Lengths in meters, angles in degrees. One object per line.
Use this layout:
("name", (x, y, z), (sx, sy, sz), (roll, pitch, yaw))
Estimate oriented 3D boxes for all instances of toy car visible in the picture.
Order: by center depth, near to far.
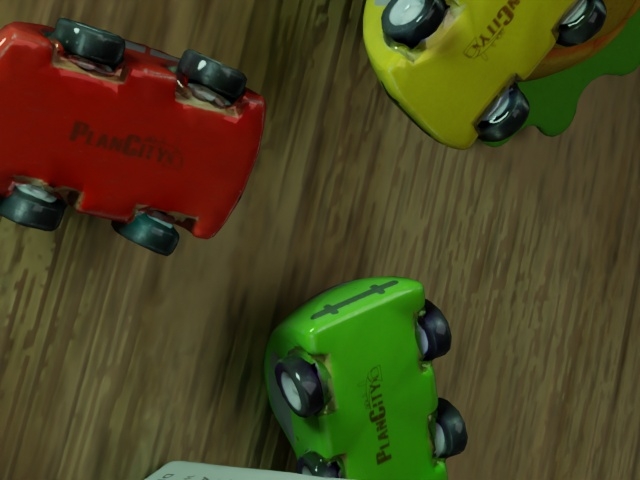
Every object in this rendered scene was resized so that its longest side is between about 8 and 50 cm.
("toy car", (0.000, 0.000, 0.601), (0.239, 0.053, 0.225), (-21, 121, -23))

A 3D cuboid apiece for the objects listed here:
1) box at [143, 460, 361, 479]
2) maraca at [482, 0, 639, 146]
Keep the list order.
("box", (-0.041, 0.186, 0.523), (0.182, 0.119, 0.181), (-30, 112, -45))
("maraca", (0.082, -0.108, 0.684), (0.127, 0.099, 0.185), (-38, 141, -2))
